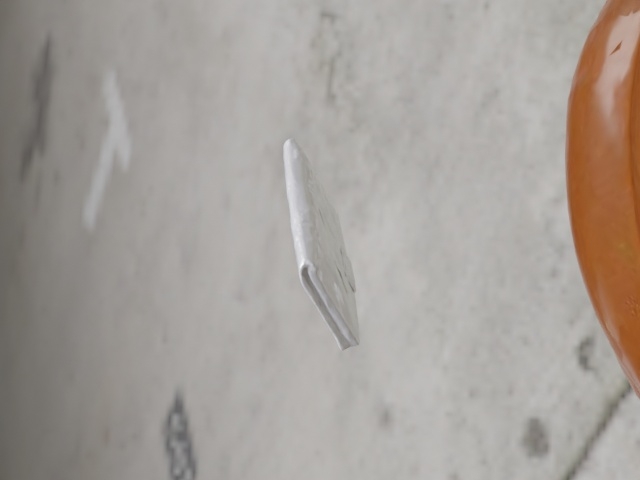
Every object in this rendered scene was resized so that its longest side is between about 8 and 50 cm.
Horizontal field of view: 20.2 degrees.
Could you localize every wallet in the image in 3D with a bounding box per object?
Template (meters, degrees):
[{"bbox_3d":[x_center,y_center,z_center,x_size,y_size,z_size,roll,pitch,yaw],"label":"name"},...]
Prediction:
[{"bbox_3d":[0.000,0.000,0.641,0.083,0.011,0.044,-99,-16,-57],"label":"wallet"}]

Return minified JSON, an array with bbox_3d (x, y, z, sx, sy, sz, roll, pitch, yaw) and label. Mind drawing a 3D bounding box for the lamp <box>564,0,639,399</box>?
[{"bbox_3d":[0.158,-0.001,0.358,0.196,0.223,0.223,-69,16,-9],"label":"lamp"}]
